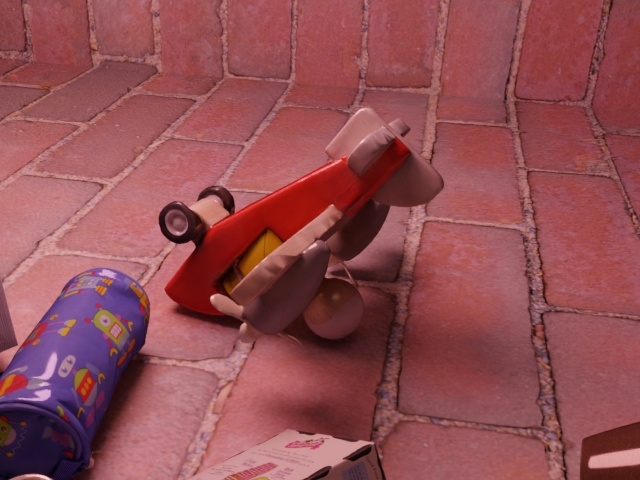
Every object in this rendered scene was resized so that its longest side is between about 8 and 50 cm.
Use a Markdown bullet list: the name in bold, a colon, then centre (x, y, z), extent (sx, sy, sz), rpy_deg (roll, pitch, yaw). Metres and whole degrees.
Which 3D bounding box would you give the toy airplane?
- **toy airplane**: centre (0.000, 0.000, 1.062), extent (0.386, 0.272, 0.384), rpy_deg (-28, 5, -23)

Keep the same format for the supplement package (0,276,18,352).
- **supplement package**: centre (-0.526, 0.081, 0.963), extent (0.203, 0.149, 0.194), rpy_deg (-23, 25, -40)

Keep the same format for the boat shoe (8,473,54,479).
- **boat shoe**: centre (-0.341, 0.320, 0.615), extent (0.335, 0.096, 0.112), rpy_deg (-31, 53, -28)

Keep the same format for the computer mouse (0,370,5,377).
- **computer mouse**: centre (-0.449, 0.194, 0.901), extent (0.242, 0.041, 0.071), rpy_deg (-23, 35, -40)

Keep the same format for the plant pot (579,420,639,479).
- **plant pot**: centre (0.364, 0.244, 0.716), extent (0.230, 0.215, 0.215), rpy_deg (-3, 24, 22)

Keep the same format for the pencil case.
- **pencil case**: centre (-0.288, 0.152, 0.908), extent (0.133, 0.119, 0.306), rpy_deg (41, 22, -16)

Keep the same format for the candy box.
- **candy box**: centre (-0.073, 0.255, 0.708), extent (0.233, 0.071, 0.159), rpy_deg (-19, 4, -33)
